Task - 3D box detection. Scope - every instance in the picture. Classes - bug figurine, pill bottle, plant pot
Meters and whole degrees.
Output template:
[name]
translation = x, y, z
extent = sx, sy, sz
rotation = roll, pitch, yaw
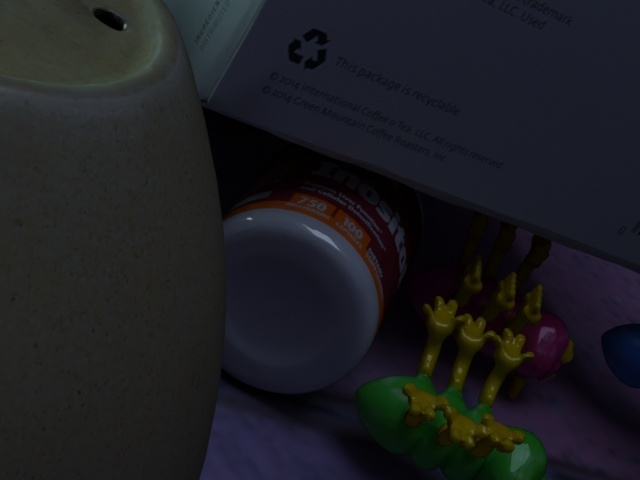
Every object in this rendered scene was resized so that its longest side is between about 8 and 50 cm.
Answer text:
[bug figurine]
translation = 0.126, 0.088, 0.674
extent = 0.216, 0.072, 0.279
rotation = 30, 30, -1
[pill bottle]
translation = 0.000, 0.000, 0.671
extent = 0.086, 0.086, 0.152
rotation = 32, 28, 0
[plant pot]
translation = -0.140, -0.008, 0.434
extent = 0.284, 0.191, 0.284
rotation = 25, 28, -14

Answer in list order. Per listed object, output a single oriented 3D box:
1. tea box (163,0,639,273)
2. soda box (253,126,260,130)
[tea box]
translation = 0.078, -0.175, 0.741
extent = 0.329, 0.220, 0.323
rotation = 20, 23, -31
[soda box]
translation = -0.091, -0.142, 0.834
extent = 0.183, 0.058, 0.063
rotation = 31, 28, -1
